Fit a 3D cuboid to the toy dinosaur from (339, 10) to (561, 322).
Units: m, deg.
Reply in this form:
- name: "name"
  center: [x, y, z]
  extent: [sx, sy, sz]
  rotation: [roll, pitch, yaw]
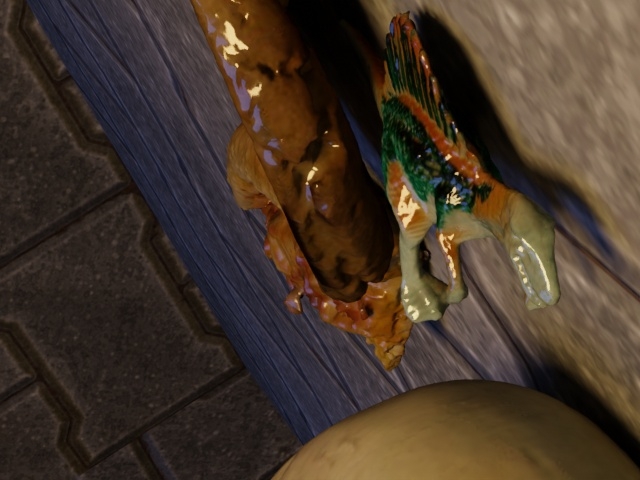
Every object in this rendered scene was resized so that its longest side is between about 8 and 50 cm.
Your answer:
- name: "toy dinosaur"
  center: [0.037, -0.038, 0.587]
  extent: [0.106, 0.044, 0.187]
  rotation: [80, 175, -60]

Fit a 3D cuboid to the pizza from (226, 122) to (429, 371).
- name: "pizza"
  center: [-0.003, -0.006, 0.926]
  extent: [0.271, 0.056, 0.134]
  rotation: [47, 159, 60]

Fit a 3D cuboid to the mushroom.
- name: "mushroom"
  center: [0.050, 0.189, 0.696]
  extent: [0.254, 0.234, 0.260]
  rotation: [39, 161, 58]

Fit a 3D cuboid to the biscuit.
- name: "biscuit"
  center: [-0.023, -0.078, 0.699]
  extent: [0.226, 0.042, 0.226]
  rotation: [-24, -90, -89]
